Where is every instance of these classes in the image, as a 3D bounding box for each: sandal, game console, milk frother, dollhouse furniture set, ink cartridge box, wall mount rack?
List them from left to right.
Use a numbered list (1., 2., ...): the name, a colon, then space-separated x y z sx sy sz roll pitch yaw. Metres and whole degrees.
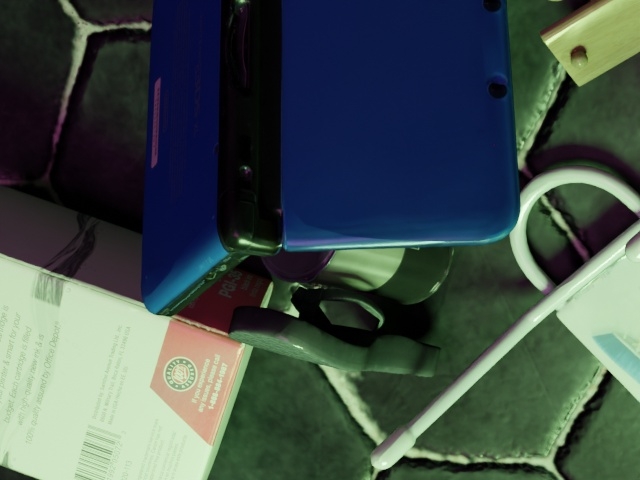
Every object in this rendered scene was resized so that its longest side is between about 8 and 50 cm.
1. ink cartridge box: -0.207 0.091 1.206 0.283 0.117 0.207 20 119 1
2. game console: -0.004 -0.104 1.022 0.173 0.293 0.250 11 155 -25
3. milk frother: 0.000 0.000 1.095 0.143 0.135 0.129 -43 56 27
4. sandal: 0.012 0.063 1.063 0.097 0.254 0.054 13 89 25
5. wall mount rack: 0.224 0.131 1.047 0.350 0.130 0.304 47 122 2
6. dollhouse furniture set: 0.197 -0.127 0.898 0.123 0.151 0.144 -30 131 21
